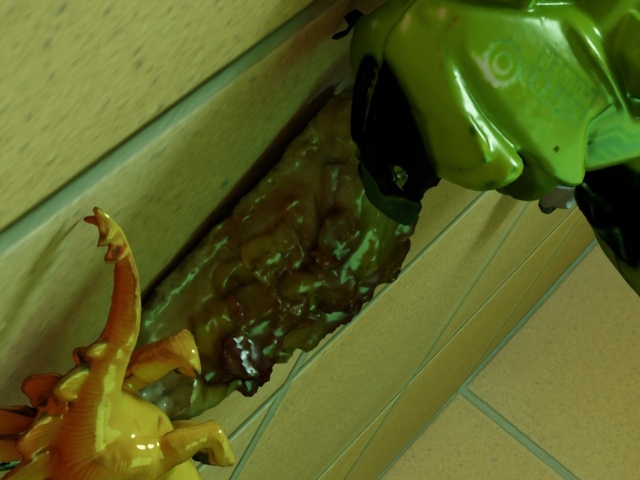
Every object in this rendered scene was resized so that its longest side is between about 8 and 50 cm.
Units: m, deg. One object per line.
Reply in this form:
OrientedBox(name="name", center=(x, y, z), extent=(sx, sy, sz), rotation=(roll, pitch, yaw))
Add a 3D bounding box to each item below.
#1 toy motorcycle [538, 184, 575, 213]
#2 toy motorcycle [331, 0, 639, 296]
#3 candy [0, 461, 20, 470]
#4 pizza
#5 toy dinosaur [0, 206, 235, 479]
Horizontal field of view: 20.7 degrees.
OrientedBox(name="toy motorcycle", center=(0.292, -0.108, 1.894), extent=(0.225, 0.073, 0.152), rotation=(-55, 167, 26))
OrientedBox(name="toy motorcycle", center=(0.131, -0.065, 0.883), extent=(0.206, 0.142, 0.342), rotation=(-37, 140, 12))
OrientedBox(name="candy", center=(-0.135, 0.111, 0.928), extent=(0.055, 0.049, 0.185), rotation=(-42, 164, 17))
OrientedBox(name="pizza", center=(0.000, 0.000, 0.978), extent=(0.289, 0.081, 0.228), rotation=(-33, 160, -55))
OrientedBox(name="toy dinosaur", center=(-0.104, 0.095, 0.827), extent=(0.117, 0.070, 0.288), rotation=(-20, 142, -3))
